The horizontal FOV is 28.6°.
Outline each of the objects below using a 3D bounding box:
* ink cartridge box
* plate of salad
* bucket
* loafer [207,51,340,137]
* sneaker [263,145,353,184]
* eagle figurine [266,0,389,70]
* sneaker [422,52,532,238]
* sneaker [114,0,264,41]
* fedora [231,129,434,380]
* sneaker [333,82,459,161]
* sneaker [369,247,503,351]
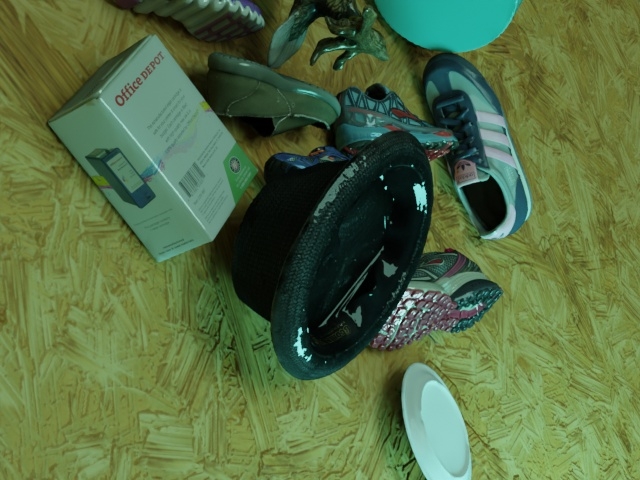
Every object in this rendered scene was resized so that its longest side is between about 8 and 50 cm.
[{"bbox_3d":[-0.189,-0.108,1.454,0.212,0.093,0.154,55,37,-22],"label":"ink cartridge box"},{"bbox_3d":[0.155,0.269,1.755,0.200,0.048,0.200,45,33,-41],"label":"plate of salad"},{"bbox_3d":[0.216,-0.450,2.022,0.281,0.281,0.183,51,40,-23],"label":"bucket"},{"bbox_3d":[-0.069,-0.182,1.673,0.251,0.094,0.087,13,96,-51],"label":"loafer"},{"bbox_3d":[-0.007,-0.088,1.712,0.221,0.083,0.087,14,48,-55],"label":"sneaker"},{"bbox_3d":[0.016,-0.385,1.689,0.225,0.226,0.298,-11,74,-35],"label":"eagle figurine"},{"bbox_3d":[0.247,-0.150,2.036,0.319,0.112,0.131,62,33,-7],"label":"sneaker"},{"bbox_3d":[-0.162,-0.328,1.598,0.236,0.095,0.104,16,62,-48],"label":"sneaker"},{"bbox_3d":[0.000,0.000,1.544,0.334,0.152,0.334,-41,142,-42],"label":"fedora"},{"bbox_3d":[0.116,-0.181,1.887,0.262,0.104,0.125,1,69,-53],"label":"sneaker"},{"bbox_3d":[0.133,0.077,1.787,0.299,0.121,0.112,-2,46,-52],"label":"sneaker"}]
